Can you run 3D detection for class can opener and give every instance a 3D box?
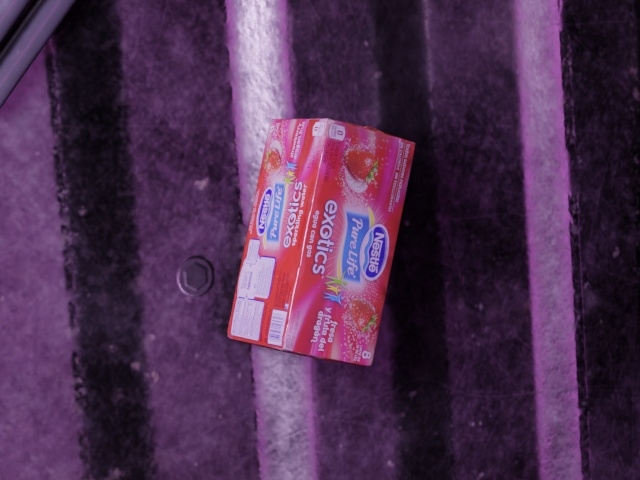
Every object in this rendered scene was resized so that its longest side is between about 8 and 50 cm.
[{"bbox_3d":[-0.270,-0.256,1.705,0.076,0.095,0.283,40,73,-27],"label":"can opener"}]

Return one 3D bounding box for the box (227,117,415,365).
[{"bbox_3d":[0.000,0.000,1.872,0.123,0.128,0.257,13,86,-32],"label":"box"}]
